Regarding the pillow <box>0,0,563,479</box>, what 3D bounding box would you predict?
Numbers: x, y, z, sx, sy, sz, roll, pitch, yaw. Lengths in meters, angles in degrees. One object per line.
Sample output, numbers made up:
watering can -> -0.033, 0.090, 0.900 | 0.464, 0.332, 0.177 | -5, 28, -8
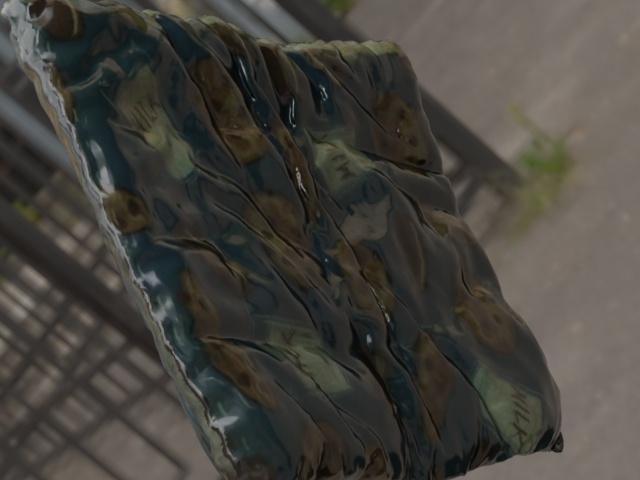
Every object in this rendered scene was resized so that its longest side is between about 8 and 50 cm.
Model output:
pillow -> 0.000, 0.001, 0.712 | 0.034, 0.189, 0.255 | -31, -16, 26
